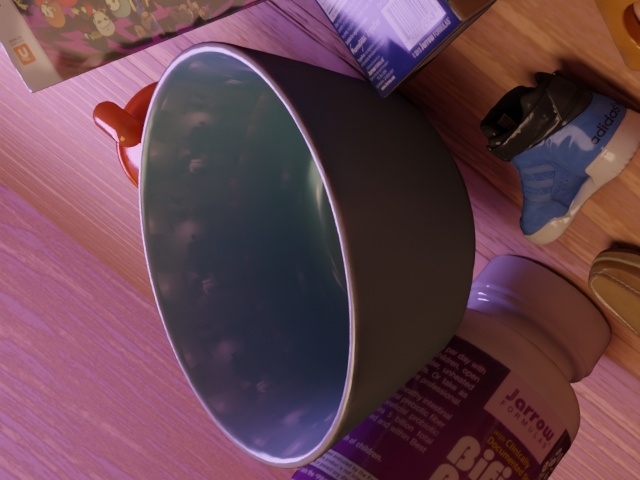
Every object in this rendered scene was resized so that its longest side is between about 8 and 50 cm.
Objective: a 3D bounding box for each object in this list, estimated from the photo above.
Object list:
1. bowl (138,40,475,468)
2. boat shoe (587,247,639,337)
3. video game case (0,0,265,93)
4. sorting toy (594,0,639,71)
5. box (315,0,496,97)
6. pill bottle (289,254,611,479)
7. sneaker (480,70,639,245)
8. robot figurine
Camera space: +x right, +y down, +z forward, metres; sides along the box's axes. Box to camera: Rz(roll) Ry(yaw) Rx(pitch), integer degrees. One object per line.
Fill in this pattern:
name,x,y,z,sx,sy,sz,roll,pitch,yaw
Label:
bowl,0.000,0.000,0.834,0.311,0.163,0.311,25,120,52
boat shoe,0.261,0.079,0.762,0.190,0.072,0.068,34,163,18
video game case,-0.133,-0.208,0.613,0.232,0.042,0.210,-12,116,35
sorting toy,0.087,-0.187,0.481,0.347,0.047,0.196,46,162,-23
box,0.001,-0.196,0.609,0.225,0.036,0.136,53,163,-1
pill bottle,0.108,0.163,0.910,0.169,0.301,0.169,36,164,12
sneaker,0.139,-0.054,0.696,0.085,0.058,0.152,32,159,3
robot figurine,-0.118,-0.095,1.029,0.219,0.158,0.128,7,122,61
